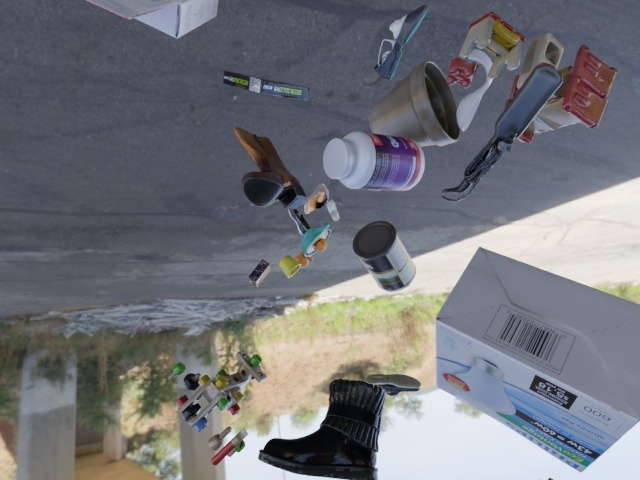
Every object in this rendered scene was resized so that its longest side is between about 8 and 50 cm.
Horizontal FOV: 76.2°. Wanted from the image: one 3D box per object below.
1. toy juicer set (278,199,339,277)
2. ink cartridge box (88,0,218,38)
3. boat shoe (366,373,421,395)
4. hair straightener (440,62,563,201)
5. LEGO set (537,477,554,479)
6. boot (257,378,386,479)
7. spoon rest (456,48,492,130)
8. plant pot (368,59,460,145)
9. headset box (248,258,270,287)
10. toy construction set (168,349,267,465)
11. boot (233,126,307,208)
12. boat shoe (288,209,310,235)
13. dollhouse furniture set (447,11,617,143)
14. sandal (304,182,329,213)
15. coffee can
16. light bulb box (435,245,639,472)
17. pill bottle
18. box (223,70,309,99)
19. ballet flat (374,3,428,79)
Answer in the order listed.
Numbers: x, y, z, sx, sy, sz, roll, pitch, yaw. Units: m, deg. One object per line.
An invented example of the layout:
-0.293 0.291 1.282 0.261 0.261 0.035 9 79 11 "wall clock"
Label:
0.000 0.000 1.507 0.329 0.089 0.209 -52 164 16 "toy juicer set"
-0.357 -0.420 0.656 0.296 0.261 0.066 26 135 0 "ink cartridge box"
0.316 0.627 1.757 0.233 0.079 0.084 -4 -164 18 "boat shoe"
0.248 -0.142 0.586 0.230 0.047 0.089 -54 173 34 "hair straightener"
0.520 0.743 0.909 0.255 0.331 0.192 16 -173 -24 "LEGO set"
0.012 0.526 1.165 0.348 0.260 0.131 10 151 -5 "boot"
0.518 -0.490 1.368 0.084 0.137 0.276 25 151 25 "spoon rest"
0.359 -0.498 1.619 0.280 0.323 0.323 -15 163 38 "plant pot"
-0.195 0.104 1.323 0.032 0.083 0.062 34 156 9 "headset box"
-0.276 0.483 1.268 0.237 0.309 0.257 -45 134 8 "toy construction set"
-0.175 -0.232 1.177 0.096 0.280 0.264 -42 157 29 "boot"
-0.076 -0.079 1.505 0.038 0.125 0.046 -32 170 34 "boat shoe"
0.460 -0.387 0.945 0.374 0.152 0.201 23 174 -21 "dollhouse furniture set"
-0.004 -0.195 2.005 0.076 0.102 0.265 11 -148 16 "sandal"
0.291 0.075 1.828 0.201 0.201 0.275 -16 135 24 "coffee can"
0.458 0.257 0.889 0.358 0.225 0.361 25 150 33 "light bulb box"
0.175 -0.257 1.337 0.323 0.181 0.181 -3 163 -35 "pill bottle"
-0.164 -0.467 1.228 0.184 0.045 0.191 -14 -147 -43 "box"
0.201 -0.524 1.069 0.074 0.074 0.203 1 139 -29 "ballet flat"
